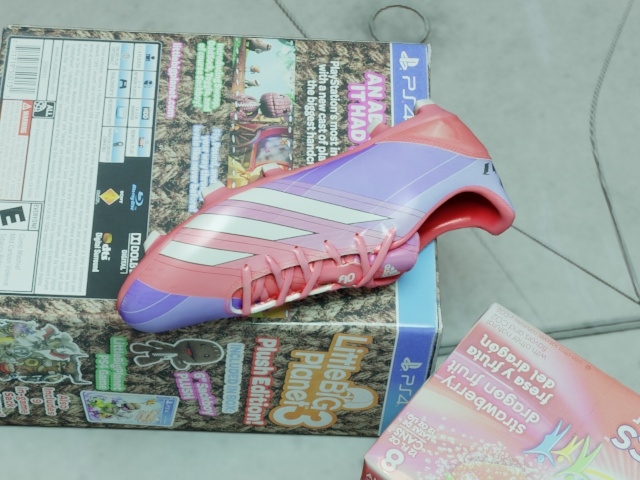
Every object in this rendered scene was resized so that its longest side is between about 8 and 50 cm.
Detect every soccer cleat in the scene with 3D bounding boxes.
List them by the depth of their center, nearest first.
[{"bbox_3d":[0.000,0.000,1.025,0.248,0.083,0.095,-27,67,-23],"label":"soccer cleat"}]

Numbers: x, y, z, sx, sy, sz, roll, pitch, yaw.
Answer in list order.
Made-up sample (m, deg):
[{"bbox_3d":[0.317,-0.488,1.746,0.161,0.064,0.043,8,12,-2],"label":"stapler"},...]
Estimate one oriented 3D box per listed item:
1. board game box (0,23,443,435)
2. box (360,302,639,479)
[{"bbox_3d":[-0.073,-0.006,1.155,0.291,0.141,0.232,3,55,-2],"label":"board game box"},{"bbox_3d":[0.176,0.196,1.027,0.300,0.154,0.142,34,60,17],"label":"box"}]
